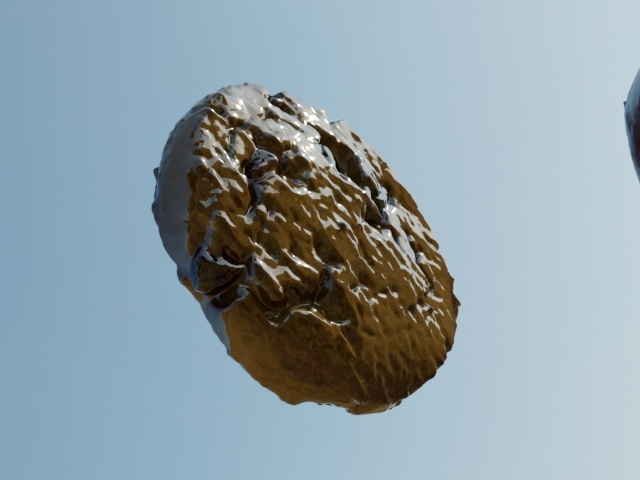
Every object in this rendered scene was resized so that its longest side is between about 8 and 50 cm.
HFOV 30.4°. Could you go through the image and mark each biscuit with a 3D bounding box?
[{"bbox_3d":[0.001,-0.001,0.890,0.075,0.296,0.296,-36,-21,30],"label":"biscuit"}]

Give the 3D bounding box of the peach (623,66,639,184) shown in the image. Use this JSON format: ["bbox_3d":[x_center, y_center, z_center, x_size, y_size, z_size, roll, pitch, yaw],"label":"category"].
[{"bbox_3d":[0.188,-0.040,0.461,0.152,0.152,0.152,-34,-34,-27],"label":"peach"}]
